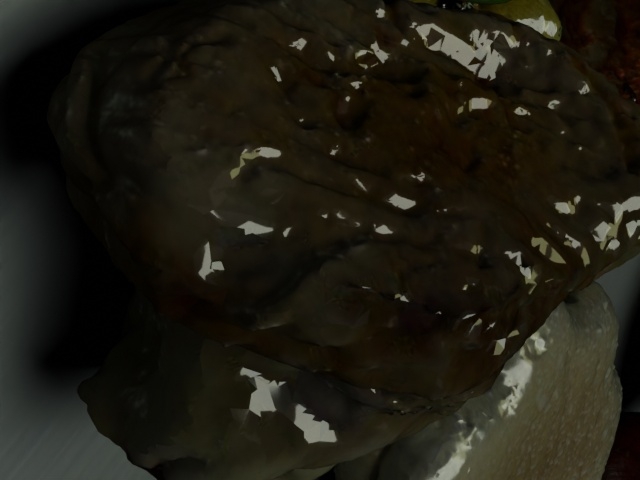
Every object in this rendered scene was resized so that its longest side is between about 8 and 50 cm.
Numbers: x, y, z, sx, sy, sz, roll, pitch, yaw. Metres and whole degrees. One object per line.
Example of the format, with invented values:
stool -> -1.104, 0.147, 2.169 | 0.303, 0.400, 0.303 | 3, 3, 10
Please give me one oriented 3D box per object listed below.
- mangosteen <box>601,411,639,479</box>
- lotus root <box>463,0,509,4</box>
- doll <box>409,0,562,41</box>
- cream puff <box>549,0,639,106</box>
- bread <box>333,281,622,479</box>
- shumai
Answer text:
mangosteen -> 0.301, 0.269, 1.105 | 0.200, 0.199, 0.200 | -36, 137, -43
lotus root -> 0.003, -0.175, 0.350 | 0.186, 0.186, 0.186 | -36, 137, -43
doll -> 0.066, -0.137, 0.523 | 0.137, 0.097, 0.210 | -54, 143, -51
cream puff -> 0.258, -0.195, 0.735 | 0.240, 0.164, 0.240 | -38, 136, -49
bread -> 0.133, 0.110, 0.783 | 0.337, 0.102, 0.183 | 3, 102, -57
shumai -> -0.003, -0.003, 0.452 | 0.218, 0.184, 0.185 | -24, 166, -33
